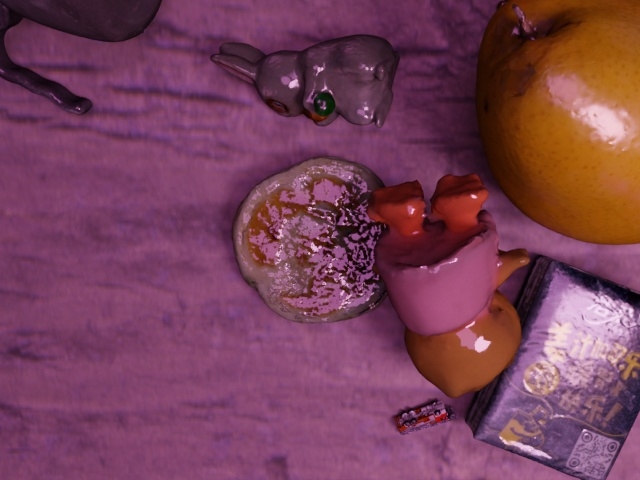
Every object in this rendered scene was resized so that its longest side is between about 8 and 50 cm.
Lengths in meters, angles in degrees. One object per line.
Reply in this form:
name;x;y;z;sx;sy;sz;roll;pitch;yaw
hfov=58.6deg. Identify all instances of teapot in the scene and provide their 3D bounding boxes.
teapot;-0.352;-0.345;0.714;0.285;0.305;0.223;10;59;9

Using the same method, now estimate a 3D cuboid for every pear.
pear;0.307;-0.136;0.609;0.284;0.336;0.285;-2;85;26

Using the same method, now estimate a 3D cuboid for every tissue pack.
tissue pack;0.329;0.170;0.750;0.185;0.081;0.257;22;96;-1

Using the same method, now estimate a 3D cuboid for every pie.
pie;0.000;0.000;0.768;0.240;0.054;0.241;0;97;2

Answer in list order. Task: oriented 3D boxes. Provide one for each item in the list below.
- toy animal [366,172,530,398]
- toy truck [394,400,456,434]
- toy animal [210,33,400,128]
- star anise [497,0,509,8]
toy animal;0.160;0.072;0.688;0.195;0.169;0.281;-3;128;34
toy truck;0.146;0.247;0.794;0.083;0.024;0.032;-22;116;6
toy animal;-0.015;-0.208;0.740;0.236;0.138;0.108;9;136;24
star anise;0.372;-0.306;0.718;0.234;0.073;0.177;-37;83;12
